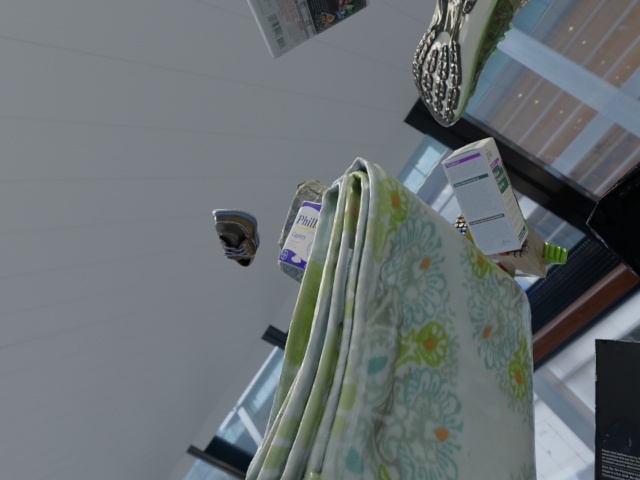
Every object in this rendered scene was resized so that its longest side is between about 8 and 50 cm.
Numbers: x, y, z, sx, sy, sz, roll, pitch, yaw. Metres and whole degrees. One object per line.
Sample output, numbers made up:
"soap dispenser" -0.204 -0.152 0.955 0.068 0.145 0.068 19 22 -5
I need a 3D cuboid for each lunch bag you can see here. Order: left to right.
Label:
"lunch bag" 0.052 0.001 1.143 0.212 0.305 0.256 -39 -30 -40

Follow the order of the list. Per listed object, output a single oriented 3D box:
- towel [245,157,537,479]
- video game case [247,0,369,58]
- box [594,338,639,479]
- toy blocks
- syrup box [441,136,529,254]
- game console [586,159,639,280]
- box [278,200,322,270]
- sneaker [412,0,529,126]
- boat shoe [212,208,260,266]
"towel" 0.117 0.140 0.429 0.374 0.321 0.090 33 -30 -34
"video game case" -0.024 -0.369 0.588 0.173 0.022 0.190 -29 -29 1
"box" 0.443 0.250 0.568 0.261 0.103 0.185 31 -113 -43
"toy blocks" 0.517 0.012 1.346 0.260 0.381 0.191 36 -114 -31
"syrup box" 0.367 -0.096 0.947 0.096 0.237 0.093 -16 14 41
"game console" 0.540 0.025 0.533 0.213 0.361 0.044 -44 -7 19
"box" 0.000 0.000 0.849 0.072 0.126 0.137 28 -98 -41
"sneaker" 0.296 -0.381 0.772 0.181 0.158 0.410 -20 -30 -13
"boat shoe" -0.138 0.000 0.733 0.066 0.066 0.183 -1 -18 6
